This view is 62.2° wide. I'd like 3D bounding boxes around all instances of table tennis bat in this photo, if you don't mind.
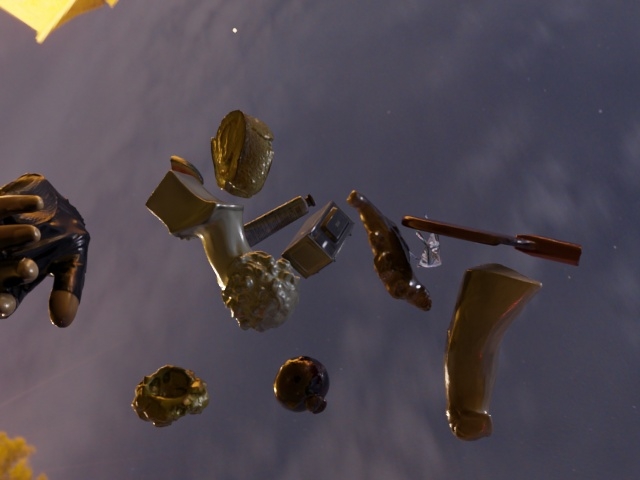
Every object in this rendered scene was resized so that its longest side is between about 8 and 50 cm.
[{"bbox_3d":[0.393,-0.011,1.257,0.414,0.268,0.051,13,-84,22],"label":"table tennis bat"}]

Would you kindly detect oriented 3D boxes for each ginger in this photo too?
[{"bbox_3d":[0.173,0.031,1.321,0.080,0.166,0.333,-36,-110,28],"label":"ginger"}]

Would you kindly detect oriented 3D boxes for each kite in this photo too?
[{"bbox_3d":[0.333,0.022,1.618,0.010,0.160,0.183,-10,-140,46],"label":"kite"}]

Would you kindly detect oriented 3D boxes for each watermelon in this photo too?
[{"bbox_3d":[-0.446,-0.211,1.715,0.094,0.125,0.135,-61,-156,-4],"label":"watermelon"}]

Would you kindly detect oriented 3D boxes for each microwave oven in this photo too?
[{"bbox_3d":[0.000,0.000,1.666,0.163,0.129,0.205,-34,-164,42],"label":"microwave oven"}]

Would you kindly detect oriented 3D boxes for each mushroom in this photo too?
[{"bbox_3d":[0.357,0.251,1.196,0.177,0.125,0.398,33,-67,61],"label":"mushroom"}]

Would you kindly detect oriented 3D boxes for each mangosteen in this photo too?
[{"bbox_3d":[-0.041,0.368,1.328,0.152,0.152,0.153,-19,-123,32],"label":"mangosteen"}]

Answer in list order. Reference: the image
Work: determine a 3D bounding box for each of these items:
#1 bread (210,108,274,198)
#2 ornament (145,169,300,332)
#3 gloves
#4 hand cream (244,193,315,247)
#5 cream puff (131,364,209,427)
[{"bbox_3d":[-0.231,-0.240,1.547,0.185,0.124,0.257,-23,-117,44],"label":"bread"},{"bbox_3d":[-0.139,0.011,0.799,0.120,0.285,0.130,-38,-176,14],"label":"ornament"},{"bbox_3d":[-0.420,0.021,0.765,0.152,0.197,0.301,-41,-154,-7],"label":"gloves"},{"bbox_3d":[-0.140,-0.061,1.619,0.271,0.091,0.058,-31,-136,-11],"label":"hand cream"},{"bbox_3d":[-0.555,0.561,1.975,0.281,0.281,0.185,13,-75,43],"label":"cream puff"}]
